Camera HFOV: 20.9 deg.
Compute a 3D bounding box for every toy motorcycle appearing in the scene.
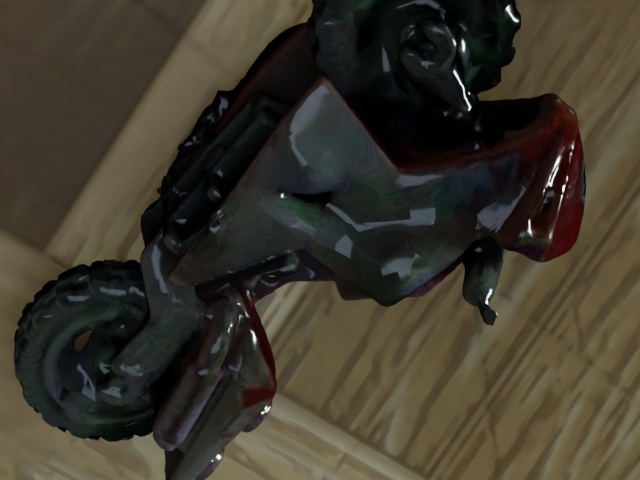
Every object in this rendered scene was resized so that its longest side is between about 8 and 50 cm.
[{"bbox_3d":[0.000,0.000,0.569,0.122,0.082,0.213,39,106,-18],"label":"toy motorcycle"}]
